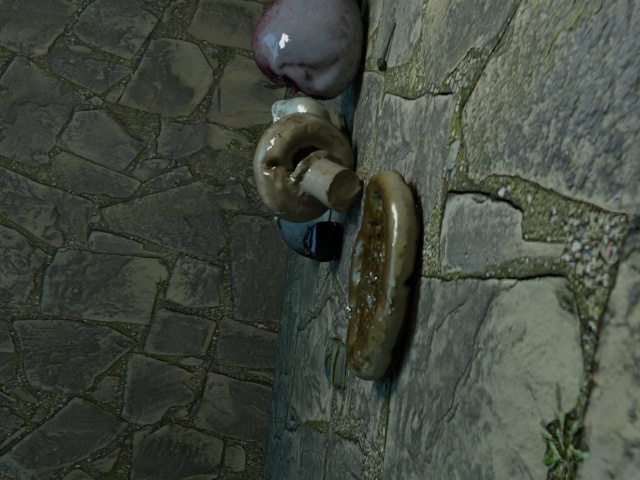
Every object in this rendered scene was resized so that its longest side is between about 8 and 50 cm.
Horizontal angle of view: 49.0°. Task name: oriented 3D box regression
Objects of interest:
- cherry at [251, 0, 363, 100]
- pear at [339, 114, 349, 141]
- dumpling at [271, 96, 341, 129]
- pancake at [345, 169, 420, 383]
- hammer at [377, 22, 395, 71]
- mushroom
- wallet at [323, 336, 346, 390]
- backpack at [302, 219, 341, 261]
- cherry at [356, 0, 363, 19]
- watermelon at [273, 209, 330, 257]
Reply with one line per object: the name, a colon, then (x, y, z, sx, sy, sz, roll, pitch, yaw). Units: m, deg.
cherry: (-0.019, -0.554, 1.964, 0.326, 0.335, 0.291, 56, -163, 23)
pear: (0.009, -0.240, 2.127, 0.288, 0.139, 0.239, -94, 4, -63)
dumpling: (-0.046, -0.321, 1.960, 0.111, 0.181, 0.155, 5, -87, -58)
pancake: (0.101, 0.070, 1.274, 0.382, 0.071, 0.383, -173, 90, -83)
hammer: (0.152, -0.436, 1.576, 0.036, 0.019, 0.110, -92, 16, -50)
mushroom: (-0.021, -0.183, 1.798, 0.290, 0.292, 0.293, 23, 108, 58)
wallet: (0.034, 0.298, 1.729, 0.155, 0.039, 0.111, -177, 92, -82)
backpack: (0.000, 0.004, 2.014, 0.165, 0.105, 0.120, 156, 116, -78)
cherry: (0.084, -0.697, 2.104, 0.107, 0.090, 0.226, -54, 35, 44)
watermelon: (-0.074, -0.039, 2.373, 0.322, 0.175, 0.188, 113, 163, -70)
